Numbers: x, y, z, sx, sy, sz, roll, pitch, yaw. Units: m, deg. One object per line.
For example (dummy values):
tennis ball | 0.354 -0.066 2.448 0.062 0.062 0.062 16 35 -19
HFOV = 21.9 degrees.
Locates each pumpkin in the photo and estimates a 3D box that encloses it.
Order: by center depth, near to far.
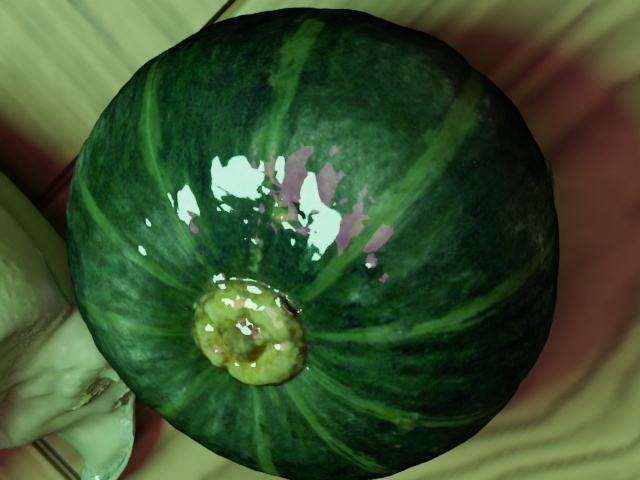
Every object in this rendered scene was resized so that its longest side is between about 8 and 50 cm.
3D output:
pumpkin | -0.001 0.002 0.549 0.167 0.125 0.167 12 115 27

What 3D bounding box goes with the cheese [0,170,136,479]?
cheese | -0.209 0.065 0.613 0.233 0.127 0.266 43 111 -4
